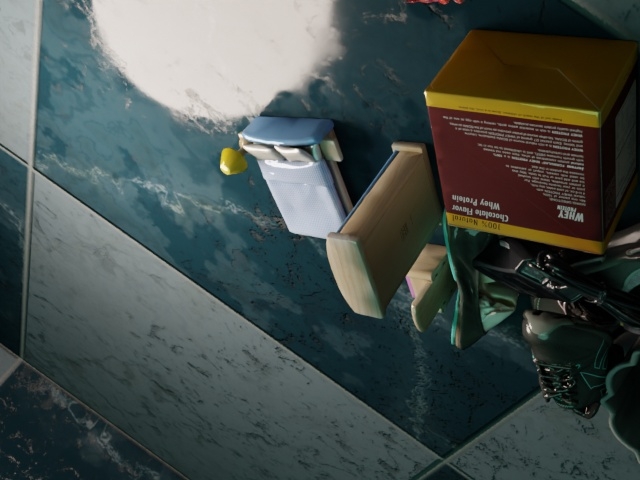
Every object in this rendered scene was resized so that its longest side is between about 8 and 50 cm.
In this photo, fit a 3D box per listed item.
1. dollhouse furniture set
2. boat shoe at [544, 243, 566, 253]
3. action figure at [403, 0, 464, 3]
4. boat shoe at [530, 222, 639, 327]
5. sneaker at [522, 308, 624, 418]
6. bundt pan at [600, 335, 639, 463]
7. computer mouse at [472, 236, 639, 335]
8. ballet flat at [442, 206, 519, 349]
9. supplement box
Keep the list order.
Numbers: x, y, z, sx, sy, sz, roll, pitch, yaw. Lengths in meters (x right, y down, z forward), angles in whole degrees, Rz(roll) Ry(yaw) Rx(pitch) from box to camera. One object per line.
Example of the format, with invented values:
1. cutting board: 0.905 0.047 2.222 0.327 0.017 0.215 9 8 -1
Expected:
1. dollhouse furniture set: 0.000 0.000 1.283 0.303 0.198 0.286 10 137 34
2. boat shoe: 0.266 -0.035 1.143 0.137 0.049 0.043 38 142 -6
3. action figure: 0.109 -0.287 1.006 0.115 0.030 0.038 22 138 18
4. boat shoe: 0.364 0.051 1.114 0.112 0.095 0.335 41 145 -7
5. sneaker: 0.324 0.160 1.150 0.101 0.106 0.267 12 168 38
6. bundt pan: 0.529 0.199 1.118 0.330 0.124 0.331 23 143 18
7. computer mouse: 0.297 0.046 1.069 0.184 0.060 0.262 27 176 -7
8. ballet flat: 0.225 0.060 1.255 0.096 0.095 0.280 7 137 19
9. supplement box: 0.240 -0.112 1.003 0.191 0.129 0.194 13 138 31
